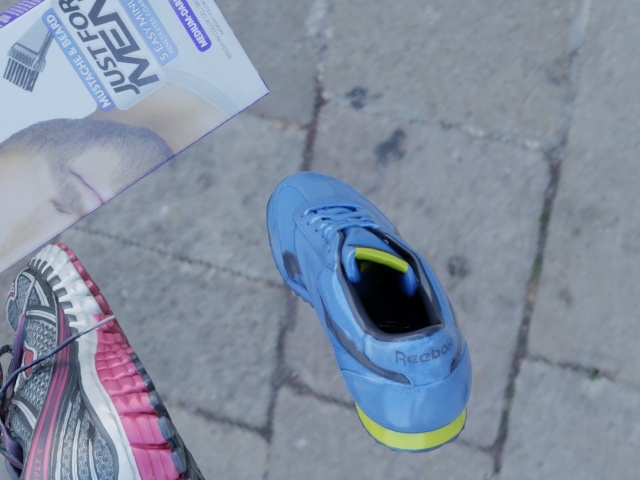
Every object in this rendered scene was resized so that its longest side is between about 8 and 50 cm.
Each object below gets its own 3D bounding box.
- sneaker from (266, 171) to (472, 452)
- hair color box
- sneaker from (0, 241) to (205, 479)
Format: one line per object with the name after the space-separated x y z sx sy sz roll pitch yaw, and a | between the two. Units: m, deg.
0.023 0.011 0.775 0.069 0.209 0.082 -14 129 -11 | sneaker
-0.239 -0.123 1.377 0.339 0.110 0.185 -35 110 -9 | hair color box
-0.172 0.096 0.997 0.112 0.299 0.121 -28 117 -8 | sneaker
